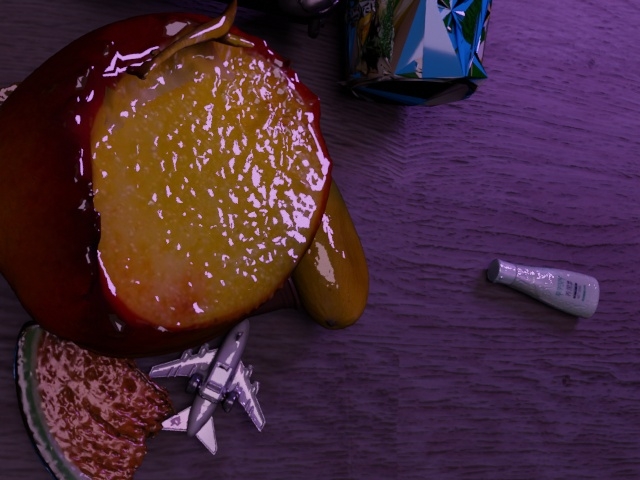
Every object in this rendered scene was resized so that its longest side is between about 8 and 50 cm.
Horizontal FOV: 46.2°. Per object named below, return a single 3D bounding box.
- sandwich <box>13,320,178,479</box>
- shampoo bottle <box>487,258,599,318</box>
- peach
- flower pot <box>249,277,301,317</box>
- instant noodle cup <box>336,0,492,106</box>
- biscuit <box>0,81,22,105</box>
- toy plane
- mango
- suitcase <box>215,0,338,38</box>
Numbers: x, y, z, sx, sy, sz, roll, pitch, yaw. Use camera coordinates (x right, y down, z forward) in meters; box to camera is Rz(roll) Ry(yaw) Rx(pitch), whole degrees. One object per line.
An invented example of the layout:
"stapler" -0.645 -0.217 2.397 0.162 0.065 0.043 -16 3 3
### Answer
"sandwich" -0.279 0.193 0.884 0.159 0.079 0.235 -43 100 -23
"shampoo bottle" 0.350 0.068 1.175 0.190 0.041 0.069 16 82 -19
"peach" -0.192 -0.055 0.823 0.335 0.310 0.406 49 52 -28
"flower pot" -0.088 0.058 0.974 0.089 0.111 0.111 -25 92 -10
"instant noodle cup" 0.131 -0.292 1.050 0.240 0.240 0.178 3 89 -21
"biscuit" -0.440 -0.082 0.877 0.208 0.041 0.290 46 68 -11
"toy plane" -0.131 0.176 0.956 0.162 0.065 0.171 27 78 -5
"mango" -0.002 0.002 1.000 0.091 0.137 0.238 -22 85 20
"suitcase" -0.109 -0.454 0.921 0.345 0.188 0.340 12 89 -1
